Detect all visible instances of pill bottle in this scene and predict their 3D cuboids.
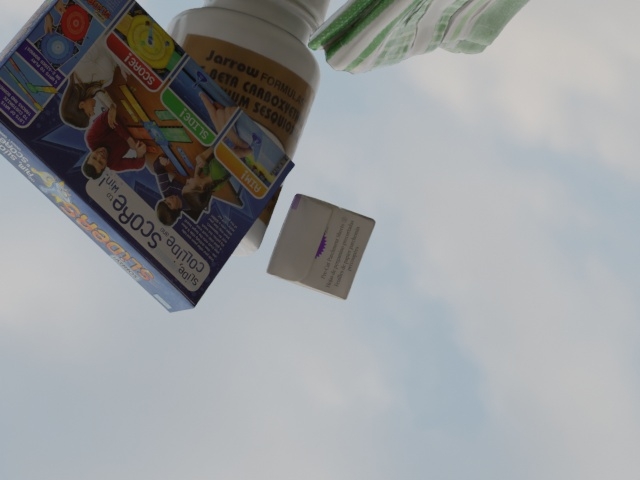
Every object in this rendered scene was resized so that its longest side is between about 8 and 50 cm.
[{"bbox_3d":[-0.073,-0.114,1.349,0.131,0.131,0.229,23,-102,-17],"label":"pill bottle"}]

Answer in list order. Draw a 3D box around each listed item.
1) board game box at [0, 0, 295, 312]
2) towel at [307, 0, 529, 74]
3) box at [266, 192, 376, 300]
[{"bbox_3d":[-0.125,-0.068,1.134,0.201,0.035,0.136,46,-120,-20],"label":"board game box"},{"bbox_3d":[0.139,-0.208,1.191,0.038,0.248,0.325,51,-158,8],"label":"towel"},{"bbox_3d":[0.000,0.000,1.366,0.063,0.067,0.324,20,-178,-1],"label":"box"}]
